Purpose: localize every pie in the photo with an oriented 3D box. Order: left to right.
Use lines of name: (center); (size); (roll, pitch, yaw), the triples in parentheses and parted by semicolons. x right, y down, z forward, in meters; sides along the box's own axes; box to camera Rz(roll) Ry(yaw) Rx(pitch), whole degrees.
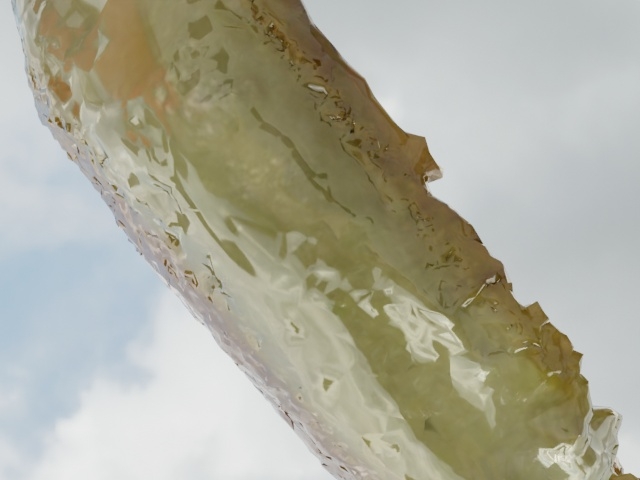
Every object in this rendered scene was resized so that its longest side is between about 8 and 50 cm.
pie: (0.000, 0.000, 0.678); (0.092, 0.315, 0.315); (-39, -125, 1)
